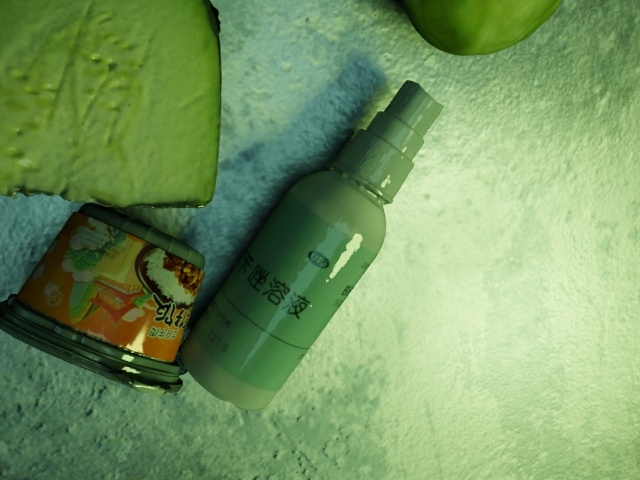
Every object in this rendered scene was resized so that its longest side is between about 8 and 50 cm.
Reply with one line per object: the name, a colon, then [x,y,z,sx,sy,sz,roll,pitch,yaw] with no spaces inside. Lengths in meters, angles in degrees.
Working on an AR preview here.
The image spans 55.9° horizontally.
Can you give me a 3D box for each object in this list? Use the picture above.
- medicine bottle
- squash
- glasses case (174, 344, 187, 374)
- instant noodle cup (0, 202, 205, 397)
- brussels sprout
medicine bottle: [0.000,0.000,0.599,0.110,0.110,0.351,33,97,-21]
squash: [-0.195,-0.147,0.486,0.237,0.204,0.155,7,128,-16]
glasses case: [-0.181,0.130,0.641,0.083,0.023,0.033,-5,116,-10]
instant noodle cup: [-0.183,0.045,0.546,0.125,0.208,0.177,-65,153,-11]
brussels sprout: [0.156,-0.266,0.527,0.223,0.161,0.223,-19,128,-26]
